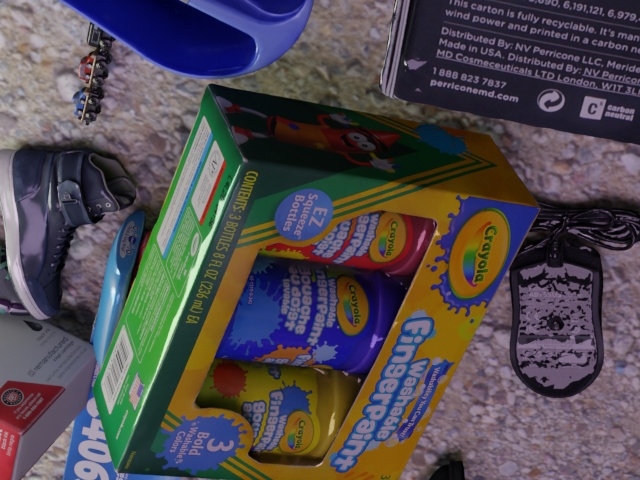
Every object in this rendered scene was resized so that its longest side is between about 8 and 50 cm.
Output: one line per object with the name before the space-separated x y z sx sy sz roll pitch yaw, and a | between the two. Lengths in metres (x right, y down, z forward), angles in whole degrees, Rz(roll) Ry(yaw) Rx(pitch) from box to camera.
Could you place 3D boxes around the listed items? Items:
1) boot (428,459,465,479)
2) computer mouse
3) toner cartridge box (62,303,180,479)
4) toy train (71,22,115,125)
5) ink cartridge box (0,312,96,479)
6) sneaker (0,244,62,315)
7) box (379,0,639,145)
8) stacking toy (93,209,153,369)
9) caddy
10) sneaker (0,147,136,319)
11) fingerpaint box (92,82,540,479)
boot | 0.101 0.405 2.270 0.207 0.094 0.246 2 134 2
computer mouse | 0.306 0.068 2.007 0.189 0.072 0.272 4 115 7
toner cartridge box | -0.253 0.238 2.207 0.165 0.075 0.347 14 128 -3
toy train | -0.271 -0.204 1.903 0.036 0.027 0.158 18 127 -1
ink cartridge box | -0.457 0.170 2.065 0.273 0.197 0.114 25 127 10
sneaker | -0.439 0.024 2.069 0.224 0.083 0.098 17 123 -4
box | 0.250 -0.412 1.379 0.297 0.480 0.471 10 128 2
stacking toy | -0.125 0.088 2.015 0.302 0.175 0.165 13 129 -4
caddy | -0.161 -0.322 1.702 0.341 0.179 0.241 33 125 -17
sneaker | -0.308 -0.008 1.998 0.163 0.086 0.226 -3 110 10
fingerpaint box | -0.015 0.074 1.843 0.371 0.163 0.444 9 123 -27
